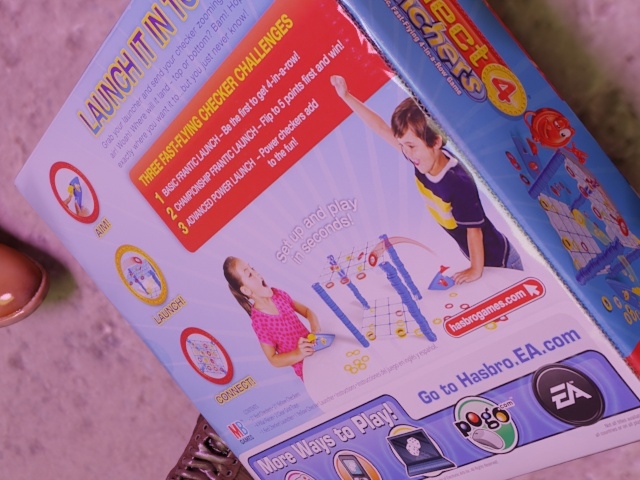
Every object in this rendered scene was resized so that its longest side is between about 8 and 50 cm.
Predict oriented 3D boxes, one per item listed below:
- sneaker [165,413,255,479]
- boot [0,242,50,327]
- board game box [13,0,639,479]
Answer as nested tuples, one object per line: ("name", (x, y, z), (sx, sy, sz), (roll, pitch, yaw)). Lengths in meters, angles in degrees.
("sneaker", (-0.077, 0.174, 0.695), (0.066, 0.071, 0.188), (29, 119, 10))
("boot", (-0.295, -0.015, 0.672), (0.197, 0.073, 0.152), (15, 148, 20))
("board game box", (0.000, 0.000, 0.529), (0.302, 0.086, 0.308), (52, 139, -2))
